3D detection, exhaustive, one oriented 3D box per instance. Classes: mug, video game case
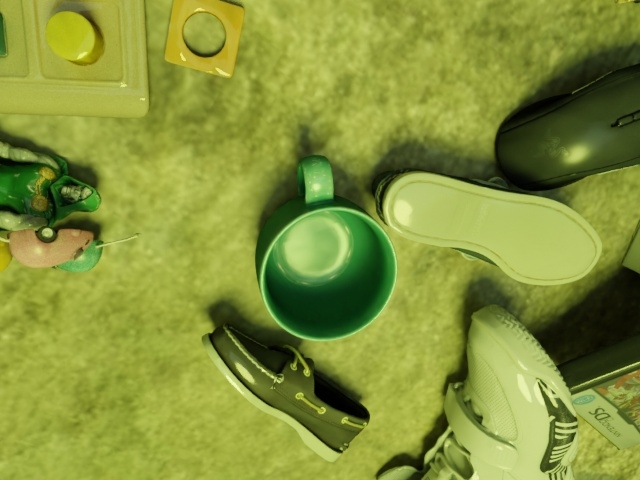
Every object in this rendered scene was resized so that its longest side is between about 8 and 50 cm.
[{"bbox_3d":[0.006,0.007,0.472,0.129,0.097,0.158,24,101,-17],"label":"mug"},{"bbox_3d":[0.440,0.156,0.558,0.274,0.035,0.248,-34,129,25],"label":"video game case"}]

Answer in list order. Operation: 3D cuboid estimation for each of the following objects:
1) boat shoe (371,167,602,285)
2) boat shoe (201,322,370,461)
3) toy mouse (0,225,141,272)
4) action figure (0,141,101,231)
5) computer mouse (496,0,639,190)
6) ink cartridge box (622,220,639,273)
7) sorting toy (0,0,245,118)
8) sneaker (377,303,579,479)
[{"bbox_3d":[0.174,-0.018,0.509,0.254,0.079,0.095,11,109,-12],"label":"boat shoe"},{"bbox_3d":[-0.031,0.155,0.526,0.068,0.081,0.228,-42,118,1],"label":"boat shoe"},{"bbox_3d":[-0.230,0.011,0.414,0.143,0.161,0.031,-2,83,-27],"label":"toy mouse"},{"bbox_3d":[-0.307,-0.052,0.397,0.232,0.063,0.137,8,71,-21],"label":"action figure"},{"bbox_3d":[0.301,-0.159,0.472,0.261,0.060,0.184,-14,97,11],"label":"computer mouse"},{"bbox_3d":[0.483,0.033,0.563,0.174,0.127,0.073,10,107,-14],"label":"ink cartridge box"},{"bbox_3d":[-0.235,-0.199,0.382,0.347,0.047,0.196,-1,108,-12],"label":"sorting toy"},{"bbox_3d":[0.174,0.262,0.567,0.210,0.137,0.366,-20,114,-8],"label":"sneaker"}]
